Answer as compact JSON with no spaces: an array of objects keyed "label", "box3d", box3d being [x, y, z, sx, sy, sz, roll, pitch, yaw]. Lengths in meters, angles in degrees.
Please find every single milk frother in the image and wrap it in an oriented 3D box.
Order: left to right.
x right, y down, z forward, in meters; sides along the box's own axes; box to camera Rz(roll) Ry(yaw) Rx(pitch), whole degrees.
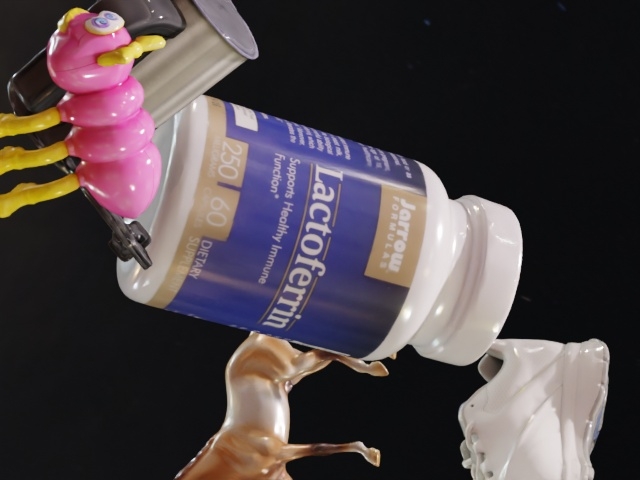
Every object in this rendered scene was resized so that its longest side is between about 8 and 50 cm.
[{"label":"milk frother","box3d":[-0.100,-0.077,0.836,0.135,0.129,0.143,-36,-83,15]}]

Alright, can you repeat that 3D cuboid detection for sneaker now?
[{"label":"sneaker","box3d":[0.178,0.200,1.218,0.129,0.111,0.297,9,-141,9]}]

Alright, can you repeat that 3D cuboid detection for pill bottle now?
[{"label":"pill bottle","box3d":[0.000,0.000,1.000,0.153,0.265,0.153,-165,-90,-73]}]

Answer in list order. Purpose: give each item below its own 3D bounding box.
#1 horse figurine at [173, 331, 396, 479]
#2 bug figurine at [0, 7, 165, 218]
[{"label":"horse figurine","box3d":[-0.029,0.146,1.205,0.174,0.066,0.263,3,-122,10]},{"label":"bug figurine","box3d":[-0.134,-0.074,0.510,0.072,0.279,0.216,5,-57,30]}]
